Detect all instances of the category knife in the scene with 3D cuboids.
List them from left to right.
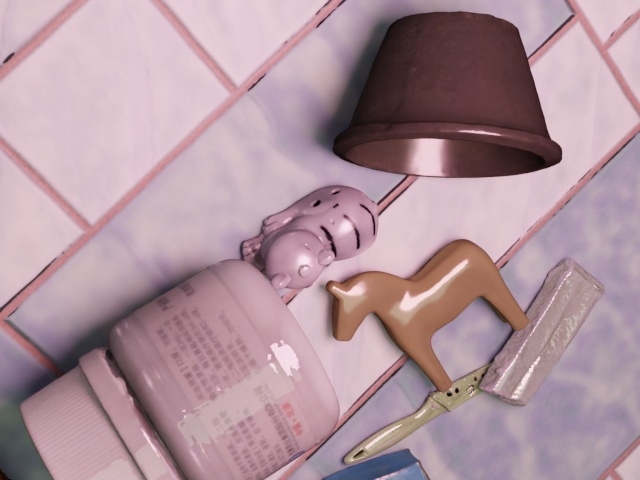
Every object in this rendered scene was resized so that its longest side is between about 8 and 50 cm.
[{"bbox_3d":[0.157,0.234,1.513,0.293,0.020,0.043,-27,114,-15],"label":"knife"}]

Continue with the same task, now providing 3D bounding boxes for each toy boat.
[{"bbox_3d":[0.063,0.352,1.477,0.185,0.075,0.077,-17,104,-15],"label":"toy boat"}]

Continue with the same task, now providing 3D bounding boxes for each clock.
[{"bbox_3d":[0.000,0.001,1.315,0.176,0.117,0.080,-30,116,-13],"label":"clock"}]

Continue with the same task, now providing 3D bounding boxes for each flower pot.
[{"bbox_3d":[0.152,-0.172,1.279,0.269,0.269,0.166,6,81,-25],"label":"flower pot"}]

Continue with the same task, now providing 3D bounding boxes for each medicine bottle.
[{"bbox_3d":[-0.160,0.190,1.235,0.306,0.245,0.245,-31,116,-11],"label":"medicine bottle"}]

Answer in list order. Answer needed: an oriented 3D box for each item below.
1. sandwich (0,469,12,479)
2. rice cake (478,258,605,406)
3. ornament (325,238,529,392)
[{"bbox_3d":[-0.482,0.318,1.151,0.301,0.099,0.271,-25,144,-5],"label":"sandwich"},{"bbox_3d":[0.315,0.136,1.528,0.085,0.040,0.226,38,83,-28],"label":"rice cake"},{"bbox_3d":[0.134,0.090,1.433,0.230,0.061,0.245,-40,119,-5],"label":"ornament"}]
